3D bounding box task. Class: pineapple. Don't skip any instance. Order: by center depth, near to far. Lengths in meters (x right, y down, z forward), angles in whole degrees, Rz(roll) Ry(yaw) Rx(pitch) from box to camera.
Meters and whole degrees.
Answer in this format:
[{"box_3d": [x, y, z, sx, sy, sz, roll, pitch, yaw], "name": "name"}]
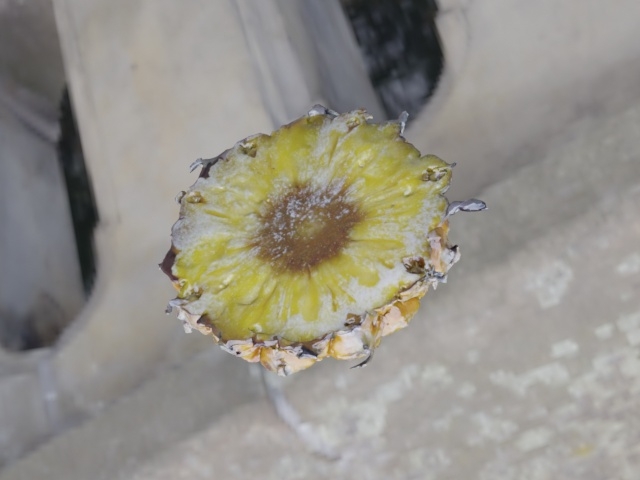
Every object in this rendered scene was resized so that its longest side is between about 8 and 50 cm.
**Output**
[{"box_3d": [0.000, 0.000, 1.129, 0.221, 0.221, 0.047, -21, 138, 6], "name": "pineapple"}]
